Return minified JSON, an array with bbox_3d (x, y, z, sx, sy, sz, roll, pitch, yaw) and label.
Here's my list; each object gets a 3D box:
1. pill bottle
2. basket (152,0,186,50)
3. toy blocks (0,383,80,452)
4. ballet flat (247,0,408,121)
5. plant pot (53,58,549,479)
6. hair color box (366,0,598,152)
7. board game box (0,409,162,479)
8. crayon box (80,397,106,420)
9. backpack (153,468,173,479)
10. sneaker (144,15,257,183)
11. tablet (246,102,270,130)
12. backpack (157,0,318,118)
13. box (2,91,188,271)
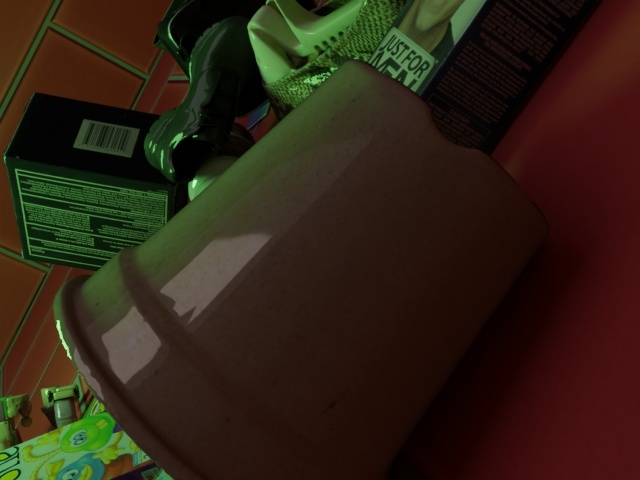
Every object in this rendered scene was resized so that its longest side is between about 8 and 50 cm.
[{"bbox_3d":[-0.162,-0.106,1.383,0.121,0.121,0.221,-52,25,23],"label":"pill bottle"},{"bbox_3d":[-0.180,-0.405,1.606,0.204,0.227,0.154,-44,30,36],"label":"basket"},{"bbox_3d":[-0.652,0.464,1.745,0.288,0.309,0.260,154,105,-72],"label":"toy blocks"},{"bbox_3d":[0.003,-0.301,1.173,0.483,0.182,0.164,-13,54,61],"label":"ballet flat"},{"bbox_3d":[0.010,0.034,0.691,0.305,0.334,0.334,-48,25,4],"label":"plant pot"},{"bbox_3d":[0.160,-0.219,0.849,0.347,0.105,0.174,-55,26,15],"label":"hair color box"},{"bbox_3d":[-0.302,0.326,1.014,0.275,0.144,0.142,-22,28,-2],"label":"board game box"},{"bbox_3d":[-0.299,0.263,1.329,0.318,0.081,0.202,-58,23,10],"label":"crayon box"},{"bbox_3d":[-0.100,0.280,0.824,0.166,0.144,0.188,-55,21,31],"label":"backpack"},{"bbox_3d":[-0.167,-0.210,1.283,0.286,0.109,0.130,-60,36,16],"label":"sneaker"},{"bbox_3d":[-0.117,-0.248,1.587,0.083,0.006,0.054,-28,41,52],"label":"tablet"},{"bbox_3d":[-0.128,-0.356,1.434,0.253,0.225,0.191,-39,20,-6],"label":"backpack"},{"bbox_3d":[-0.404,-0.091,1.536,0.294,0.296,0.182,106,172,-50],"label":"box"}]
